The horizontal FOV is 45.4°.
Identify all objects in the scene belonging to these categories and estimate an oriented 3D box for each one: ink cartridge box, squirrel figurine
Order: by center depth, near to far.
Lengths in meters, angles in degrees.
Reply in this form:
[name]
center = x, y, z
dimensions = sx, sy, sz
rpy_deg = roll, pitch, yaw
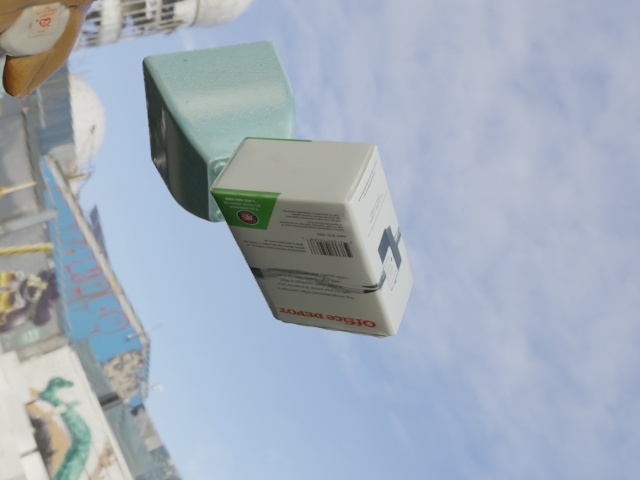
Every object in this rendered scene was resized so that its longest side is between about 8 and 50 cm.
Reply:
[ink cartridge box]
center = 0.000, 0.000, 0.795
dimensions = 0.153, 0.087, 0.208
rpy_deg = 6, -40, 25
[squirrel figurine]
center = -0.581, -0.544, 1.407
dimensions = 0.370, 0.397, 0.281
rpy_deg = 49, -2, 14

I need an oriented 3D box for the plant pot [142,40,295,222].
[plant pot]
center = -0.162, -0.172, 1.367
dimensions = 0.247, 0.248, 0.252
rpy_deg = 97, -26, -46
